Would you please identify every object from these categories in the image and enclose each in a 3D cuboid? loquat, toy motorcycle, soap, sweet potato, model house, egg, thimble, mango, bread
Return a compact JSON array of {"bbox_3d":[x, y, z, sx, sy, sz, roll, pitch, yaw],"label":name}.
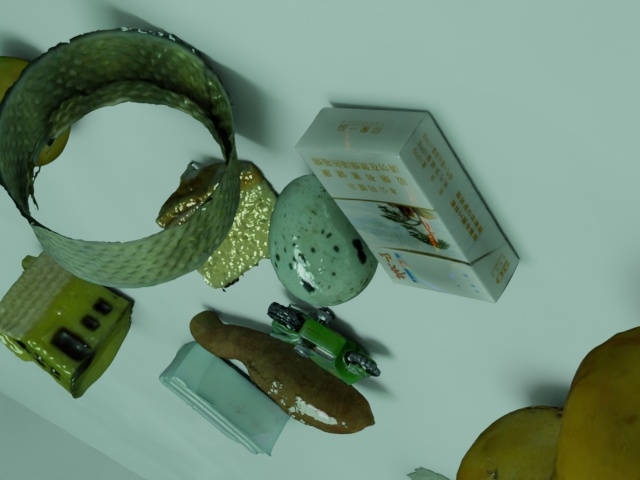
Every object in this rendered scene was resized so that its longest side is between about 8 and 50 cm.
[{"bbox_3d":[0.367,0.197,1.199,0.284,0.276,0.276,-15,127,42],"label":"loquat"},{"bbox_3d":[0.007,0.150,1.863,0.190,0.074,0.106,30,166,14],"label":"toy motorcycle"},{"bbox_3d":[-0.170,0.289,2.355,0.230,0.091,0.145,40,160,-12],"label":"soap"},{"bbox_3d":[-0.072,0.197,2.022,0.385,0.109,0.109,28,157,32],"label":"sweet potato"},{"bbox_3d":[-0.489,0.148,2.401,0.234,0.193,0.175,33,160,8],"label":"model house"},{"bbox_3d":[0.000,0.000,1.486,0.131,0.131,0.164,16,145,40],"label":"egg"},{"bbox_3d":[-0.225,-0.090,1.458,0.271,0.271,0.150,30,160,14],"label":"thimble"},{"bbox_3d":[-0.419,-0.166,1.781,0.156,0.114,0.251,29,157,-2],"label":"mango"},{"bbox_3d":[0.280,0.315,1.586,0.235,0.235,0.235,30,157,14],"label":"loquat"},{"bbox_3d":[-0.113,-0.027,1.647,0.152,0.127,0.147,-15,127,41],"label":"bread"}]

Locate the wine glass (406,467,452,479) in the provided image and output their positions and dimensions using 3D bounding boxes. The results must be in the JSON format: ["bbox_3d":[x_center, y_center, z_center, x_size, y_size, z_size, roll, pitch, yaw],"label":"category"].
[{"bbox_3d":[0.164,0.576,2.138,0.238,0.323,0.238,28,154,15],"label":"wine glass"}]

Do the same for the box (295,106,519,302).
[{"bbox_3d":[0.095,-0.037,1.360,0.149,0.067,0.233,12,148,46],"label":"box"}]
